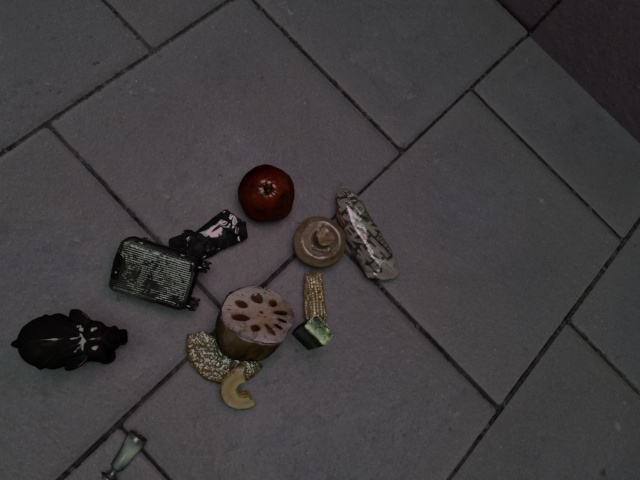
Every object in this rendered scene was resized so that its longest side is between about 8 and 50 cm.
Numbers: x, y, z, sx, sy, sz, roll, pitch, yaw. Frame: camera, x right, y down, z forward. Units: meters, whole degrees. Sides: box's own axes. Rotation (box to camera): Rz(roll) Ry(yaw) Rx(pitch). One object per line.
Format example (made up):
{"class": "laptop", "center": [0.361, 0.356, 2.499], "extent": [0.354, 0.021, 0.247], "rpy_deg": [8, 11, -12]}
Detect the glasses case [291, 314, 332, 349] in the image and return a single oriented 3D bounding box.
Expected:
{"class": "glasses case", "center": [-0.030, 0.322, 1.686], "extent": [0.095, 0.272, 0.062], "rpy_deg": [45, 71, 2]}

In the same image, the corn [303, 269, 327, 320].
{"class": "corn", "center": [-0.022, 0.208, 1.817], "extent": [0.087, 0.087, 0.210], "rpy_deg": [-1, 77, -12]}

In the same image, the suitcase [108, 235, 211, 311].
{"class": "suitcase", "center": [-0.556, 0.116, 1.682], "extent": [0.313, 0.128, 0.202], "rpy_deg": [17, 96, -7]}

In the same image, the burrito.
{"class": "burrito", "center": [0.159, -0.035, 1.912], "extent": [0.139, 0.101, 0.445], "rpy_deg": [-28, 85, -6]}

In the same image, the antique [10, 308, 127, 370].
{"class": "antique", "center": [-0.792, 0.321, 1.537], "extent": [0.323, 0.255, 0.185], "rpy_deg": [-1, 74, -15]}

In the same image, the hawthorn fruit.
{"class": "hawthorn fruit", "center": [-0.195, -0.180, 1.791], "extent": [0.224, 0.261, 0.223], "rpy_deg": [1, 82, -8]}

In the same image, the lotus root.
{"class": "lotus root", "center": [-0.235, 0.307, 1.682], "extent": [0.272, 0.191, 0.272], "rpy_deg": [17, 29, -10]}

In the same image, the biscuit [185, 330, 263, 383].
{"class": "biscuit", "center": [-0.360, 0.430, 1.711], "extent": [0.290, 0.038, 0.141], "rpy_deg": [31, 76, -6]}

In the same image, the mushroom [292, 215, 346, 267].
{"class": "mushroom", "center": [0.000, 0.000, 1.817], "extent": [0.205, 0.204, 0.204], "rpy_deg": [3, 75, -11]}

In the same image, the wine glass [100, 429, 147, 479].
{"class": "wine glass", "center": [-0.634, 0.700, 1.567], "extent": [0.072, 0.072, 0.155], "rpy_deg": [34, 71, -2]}

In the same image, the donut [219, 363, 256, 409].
{"class": "donut", "center": [-0.292, 0.509, 1.671], "extent": [0.108, 0.065, 0.165], "rpy_deg": [-15, 108, -8]}

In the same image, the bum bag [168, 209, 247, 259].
{"class": "bum bag", "center": [-0.419, -0.004, 1.792], "extent": [0.310, 0.074, 0.136], "rpy_deg": [-29, 96, -12]}
